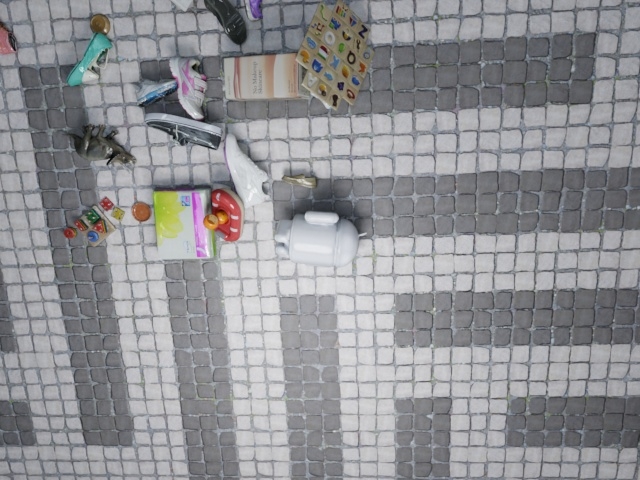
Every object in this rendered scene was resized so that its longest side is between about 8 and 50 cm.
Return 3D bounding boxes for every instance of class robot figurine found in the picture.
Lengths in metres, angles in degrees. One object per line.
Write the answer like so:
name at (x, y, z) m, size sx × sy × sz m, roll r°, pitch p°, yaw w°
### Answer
robot figurine at (0.000, 0.000, 1.621) m, size 0.354 × 0.199 × 0.299 m, roll 7°, pitch 139°, yaw 2°

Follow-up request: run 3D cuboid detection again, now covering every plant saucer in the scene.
plant saucer at (-0.762, -0.120, 1.737) m, size 0.084 × 0.013 × 0.083 m, roll 1°, pitch 101°, yaw 3°
plant saucer at (-0.866, -0.845, 1.594) m, size 0.084 × 0.015 × 0.083 m, roll 1°, pitch 101°, yaw 3°

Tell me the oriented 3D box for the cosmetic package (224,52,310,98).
cosmetic package at (-0.195, -0.599, 1.508) m, size 0.297 × 0.129 × 0.153 m, roll 4°, pitch 105°, yaw 20°

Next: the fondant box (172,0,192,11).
fondant box at (-0.481, -1.022, 1.442) m, size 0.238 × 0.096 × 0.330 m, roll 43°, pitch 101°, yaw 27°

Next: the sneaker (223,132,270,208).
sneaker at (-0.296, -0.288, 1.641) m, size 0.152 × 0.114 × 0.304 m, roll -17°, pitch 106°, yaw -5°

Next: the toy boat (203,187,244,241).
toy boat at (-0.397, -0.091, 1.614) m, size 0.151 × 0.151 × 0.230 m, roll 30°, pitch 129°, yaw 25°

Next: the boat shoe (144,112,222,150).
boat shoe at (-0.548, -0.422, 1.613) m, size 0.307 × 0.113 × 0.104 m, roll 12°, pitch 88°, yaw -8°

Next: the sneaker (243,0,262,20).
sneaker at (-0.257, -0.920, 1.530) m, size 0.071 × 0.068 × 0.169 m, roll -14°, pitch 110°, yaw -9°

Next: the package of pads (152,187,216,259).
package of pads at (-0.568, -0.067, 1.692) m, size 0.230 × 0.101 × 0.295 m, roll -1°, pitch 101°, yaw 3°

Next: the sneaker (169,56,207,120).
sneaker at (-0.492, -0.595, 1.580) m, size 0.112 × 0.103 × 0.251 m, roll -14°, pitch 101°, yaw 8°

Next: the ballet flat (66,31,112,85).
ballet flat at (-0.898, -0.688, 1.598) m, size 0.087 × 0.083 × 0.247 m, roll 36°, pitch 103°, yaw -18°

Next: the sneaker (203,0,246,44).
sneaker at (-0.362, -0.857, 1.536) m, size 0.087 × 0.130 × 0.227 m, roll -37°, pitch 125°, yaw 5°

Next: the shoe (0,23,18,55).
shoe at (-1.255, -0.826, 1.599) m, size 0.081 × 0.063 × 0.177 m, roll -5°, pitch 106°, yaw 3°

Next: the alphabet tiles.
alphabet tiles at (0.060, -0.667, 1.472) m, size 0.285 × 0.011 × 0.342 m, roll 25°, pitch 85°, yaw -36°

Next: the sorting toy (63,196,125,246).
sorting toy at (-0.967, -0.064, 1.744) m, size 0.275 × 0.046 × 0.132 m, roll -36°, pitch 98°, yaw 9°

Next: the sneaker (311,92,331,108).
sneaker at (-0.029, -0.597, 1.568) m, size 0.092 × 0.087 × 0.228 m, roll -33°, pitch 91°, yaw 16°

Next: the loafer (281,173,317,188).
loafer at (-0.084, -0.248, 1.653) m, size 0.148 × 0.056 × 0.050 m, roll 10°, pitch 101°, yaw -9°

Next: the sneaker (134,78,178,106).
sneaker at (-0.652, -0.604, 1.606) m, size 0.191 × 0.071 × 0.082 m, roll -21°, pitch 94°, yaw 7°

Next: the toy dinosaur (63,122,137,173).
toy dinosaur at (-0.910, -0.381, 1.640) m, size 0.314 × 0.121 × 0.160 m, roll 11°, pitch 89°, yaw -3°
